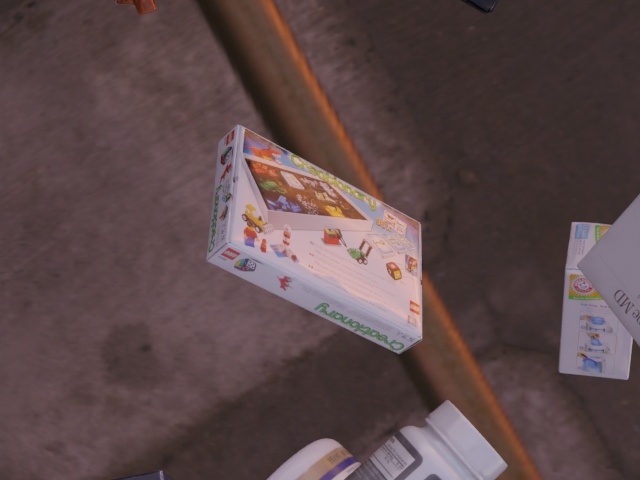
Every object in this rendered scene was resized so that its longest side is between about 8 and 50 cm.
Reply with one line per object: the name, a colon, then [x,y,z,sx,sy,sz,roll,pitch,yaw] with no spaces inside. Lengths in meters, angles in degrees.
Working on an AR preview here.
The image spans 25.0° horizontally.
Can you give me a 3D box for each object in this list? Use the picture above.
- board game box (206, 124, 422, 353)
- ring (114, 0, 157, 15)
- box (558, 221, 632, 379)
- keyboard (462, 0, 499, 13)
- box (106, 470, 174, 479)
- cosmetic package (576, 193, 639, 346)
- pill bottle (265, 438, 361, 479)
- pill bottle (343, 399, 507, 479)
board game box: [0.000,0.000,1.827,0.305,0.053,0.193,28,45,-27]
ring: [-0.060,-0.305,1.551,0.337,0.336,0.032,-22,97,-24]
box: [0.403,0.087,2.085,0.114,0.103,0.203,-71,162,-48]
keyboard: [0.213,-0.386,1.845,0.100,0.038,0.192,31,75,-8]
box: [-0.268,0.378,1.747,0.207,0.108,0.153,-10,67,3]
cosmetic package: [0.513,-0.023,1.697,0.156,0.217,0.385,21,115,-41]
pill bottle: [0.048,0.309,1.235,0.265,0.153,0.153,42,69,15]
pill bottle: [0.062,0.183,1.037,0.137,0.078,0.078,-41,105,-3]
